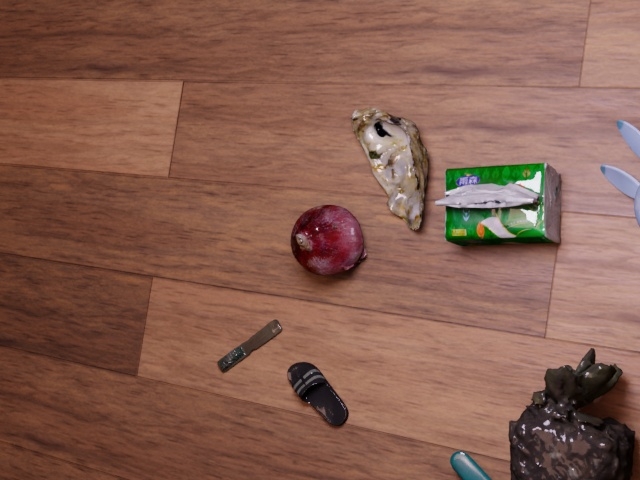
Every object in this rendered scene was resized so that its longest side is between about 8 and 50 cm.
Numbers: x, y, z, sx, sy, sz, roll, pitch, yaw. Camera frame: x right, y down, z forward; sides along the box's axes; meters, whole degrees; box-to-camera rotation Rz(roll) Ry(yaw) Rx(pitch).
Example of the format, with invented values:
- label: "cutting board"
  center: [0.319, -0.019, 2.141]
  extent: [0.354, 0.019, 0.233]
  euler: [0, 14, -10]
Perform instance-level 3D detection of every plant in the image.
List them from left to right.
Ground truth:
- label: "plant"
  center: [0.447, 0.348, 1.672]
  extent: [0.213, 0.215, 0.312]
  euler: [-1, 88, 26]

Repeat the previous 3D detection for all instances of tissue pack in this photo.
- label: "tissue pack"
  center: [0.345, -0.072, 1.828]
  extent: [0.209, 0.156, 0.148]
  euler: [-1, 80, 31]

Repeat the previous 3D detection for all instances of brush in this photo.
- label: "brush"
  center: [-0.168, 0.242, 2.150]
  extent: [0.190, 0.027, 0.034]
  euler: [-36, 69, 20]
- label: "brush"
  center: [0.330, 0.487, 1.832]
  extent: [0.193, 0.032, 0.043]
  euler: [45, 105, 14]

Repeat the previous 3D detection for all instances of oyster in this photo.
- label: "oyster"
  center: [0.163, -0.159, 1.996]
  extent: [0.166, 0.094, 0.294]
  euler: [-20, 83, 45]

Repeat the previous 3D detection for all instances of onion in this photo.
- label: "onion"
  center: [0.000, 0.000, 1.993]
  extent: [0.159, 0.195, 0.159]
  euler: [2, 93, 31]

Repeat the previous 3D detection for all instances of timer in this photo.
- label: "timer"
  center: [0.631, -0.095, 1.691]
  extent: [0.175, 0.175, 0.255]
  euler: [-34, 38, 22]

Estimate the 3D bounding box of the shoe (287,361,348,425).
- label: "shoe"
  center: [-0.013, 0.330, 2.036]
  extent: [0.179, 0.049, 0.071]
  euler: [45, 104, 27]
